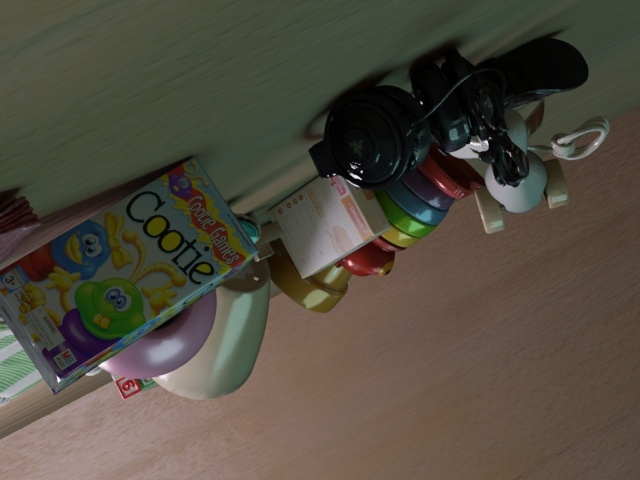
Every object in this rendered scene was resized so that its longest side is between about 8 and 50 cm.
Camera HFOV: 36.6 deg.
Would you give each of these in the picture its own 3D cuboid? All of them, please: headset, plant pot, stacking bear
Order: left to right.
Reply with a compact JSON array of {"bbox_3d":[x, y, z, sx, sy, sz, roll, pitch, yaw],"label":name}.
[{"bbox_3d":[-0.203,0.125,1.847,0.256,0.256,0.274,-23,156,-39],"label":"plant pot"},{"bbox_3d":[0.006,0.010,1.956,0.188,0.205,0.205,-46,167,20],"label":"plant pot"},{"bbox_3d":[0.141,-0.047,1.789,0.289,0.164,0.175,-49,166,23],"label":"stacking bear"},{"bbox_3d":[0.139,-0.136,1.287,0.243,0.185,0.394,-26,-175,-19],"label":"headset"}]

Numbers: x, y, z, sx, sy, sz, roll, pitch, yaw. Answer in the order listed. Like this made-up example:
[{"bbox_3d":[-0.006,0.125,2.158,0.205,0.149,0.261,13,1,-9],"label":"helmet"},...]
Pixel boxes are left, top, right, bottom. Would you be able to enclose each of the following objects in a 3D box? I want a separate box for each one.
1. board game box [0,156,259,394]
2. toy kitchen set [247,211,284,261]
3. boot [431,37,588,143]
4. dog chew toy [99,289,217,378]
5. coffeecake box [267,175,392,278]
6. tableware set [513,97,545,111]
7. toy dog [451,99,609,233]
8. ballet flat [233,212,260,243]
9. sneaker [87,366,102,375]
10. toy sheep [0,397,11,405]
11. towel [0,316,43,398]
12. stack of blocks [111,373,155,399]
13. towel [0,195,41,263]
[{"bbox_3d":[-0.236,0.044,1.163,0.275,0.142,0.144,-34,177,-23],"label":"board game box"},{"bbox_3d":[-0.114,-0.004,1.737,0.068,0.083,0.075,-23,172,-31],"label":"toy kitchen set"},{"bbox_3d":[0.287,-0.237,1.612,0.262,0.091,0.229,-14,170,-20],"label":"boot"},{"bbox_3d":[-0.273,0.098,1.402,0.206,0.207,0.332,-25,-179,-22],"label":"dog chew toy"},{"bbox_3d":[0.014,-0.037,1.746,0.185,0.142,0.068,-32,173,35],"label":"coffeecake box"},{"bbox_3d":[0.322,-0.255,1.787,0.128,0.039,0.194,-21,175,33],"label":"tableware set"},{"bbox_3d":[0.309,-0.148,1.570,0.220,0.161,0.334,-12,154,-9],"label":"toy dog"},{"bbox_3d":[-0.208,0.011,1.564,0.241,0.091,0.077,-25,-155,9],"label":"ballet flat"},{"bbox_3d":[-0.421,0.174,1.696,0.105,0.123,0.290,-27,172,7],"label":"sneaker"},{"bbox_3d":[-0.620,0.275,1.843,0.091,0.091,0.132,-29,-173,14],"label":"toy sheep"},{"bbox_3d":[-0.506,0.184,1.478,0.247,0.038,0.325,-29,161,19],"label":"towel"},{"bbox_3d":[-0.392,0.238,2.106,0.087,0.171,0.297,-28,175,0],"label":"stack of blocks"},{"bbox_3d":[-0.457,0.049,0.922,0.329,0.037,0.237,-20,172,-44],"label":"towel"}]
